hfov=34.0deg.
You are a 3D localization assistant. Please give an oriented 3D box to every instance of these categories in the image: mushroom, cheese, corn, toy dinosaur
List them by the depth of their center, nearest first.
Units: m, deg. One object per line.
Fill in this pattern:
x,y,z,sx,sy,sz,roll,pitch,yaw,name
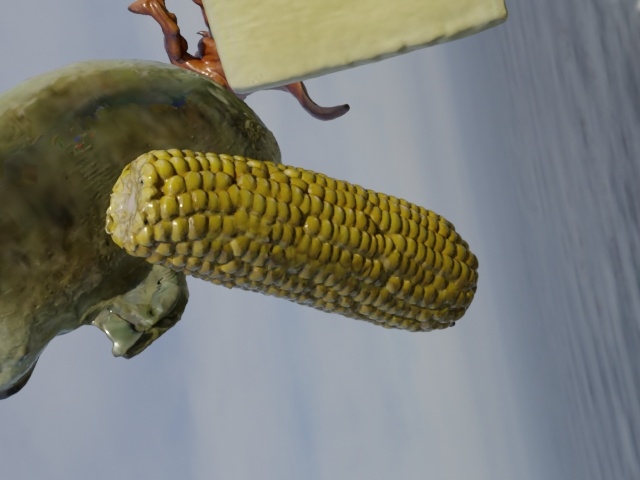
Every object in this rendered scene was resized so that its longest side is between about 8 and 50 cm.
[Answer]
0.000,0.000,0.756,0.310,0.101,0.101,19,-131,-33,corn
-0.184,-0.029,0.816,0.247,0.344,0.130,52,160,24,mushroom
0.018,-0.283,0.966,0.124,0.266,0.242,-63,-42,-72,cheese
-0.127,-0.221,1.245,0.208,0.097,0.432,53,169,-20,toy dinosaur
